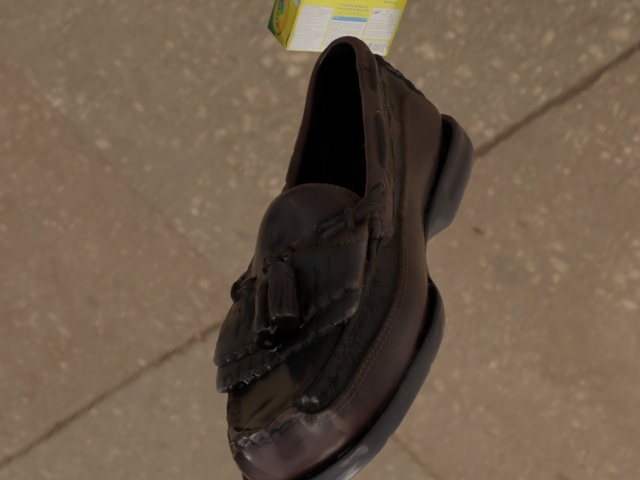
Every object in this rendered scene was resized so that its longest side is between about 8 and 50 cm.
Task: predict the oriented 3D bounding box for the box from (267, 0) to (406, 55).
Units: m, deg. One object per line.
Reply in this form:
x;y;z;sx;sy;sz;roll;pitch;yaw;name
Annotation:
0.031;-0.237;1.156;0.043;0.105;0.179;55;134;42;box

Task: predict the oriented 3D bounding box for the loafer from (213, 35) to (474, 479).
0.000;0.000;0.681;0.109;0.302;0.095;-28;111;27;loafer
